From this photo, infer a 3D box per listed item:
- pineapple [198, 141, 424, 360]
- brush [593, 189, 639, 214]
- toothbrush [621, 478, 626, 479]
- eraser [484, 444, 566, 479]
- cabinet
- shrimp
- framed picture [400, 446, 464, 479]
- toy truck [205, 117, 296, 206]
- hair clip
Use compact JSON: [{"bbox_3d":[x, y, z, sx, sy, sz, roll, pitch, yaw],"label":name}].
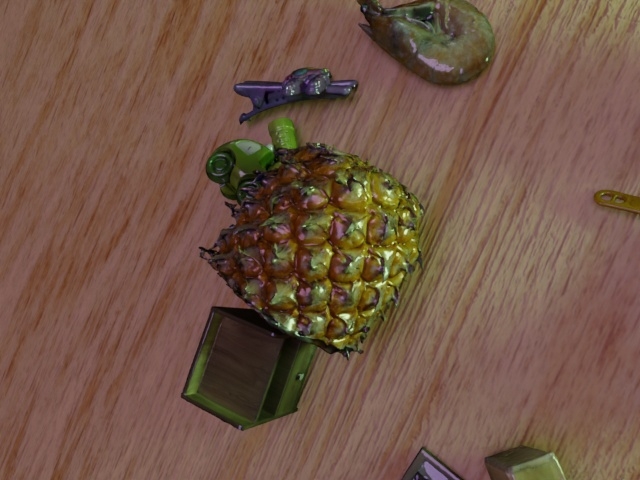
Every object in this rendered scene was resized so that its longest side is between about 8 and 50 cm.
[{"bbox_3d":[0.000,-0.001,0.919,0.353,0.352,0.300,30,90,25],"label":"pineapple"},{"bbox_3d":[0.564,-0.037,0.819,0.272,0.013,0.103,21,51,35],"label":"brush"},{"bbox_3d":[0.504,0.401,0.814,0.097,0.008,0.006,38,112,23],"label":"toothbrush"},{"bbox_3d":[0.354,0.490,0.789,0.078,0.144,0.343,-17,74,-3],"label":"eraser"},{"bbox_3d":[-0.115,0.231,1.008,0.148,0.215,0.174,19,89,24],"label":"cabinet"},{"bbox_3d":[0.197,-0.423,1.048,0.317,0.077,0.168,43,91,19],"label":"shrimp"},{"bbox_3d":[0.187,0.539,0.931,0.209,0.019,0.281,33,96,24],"label":"framed picture"},{"bbox_3d":[-0.114,-0.138,1.111,0.211,0.148,0.187,-29,72,-4],"label":"toy truck"},{"bbox_3d":[-0.068,-0.316,1.126,0.279,0.137,0.090,-9,114,24],"label":"hair clip"}]
